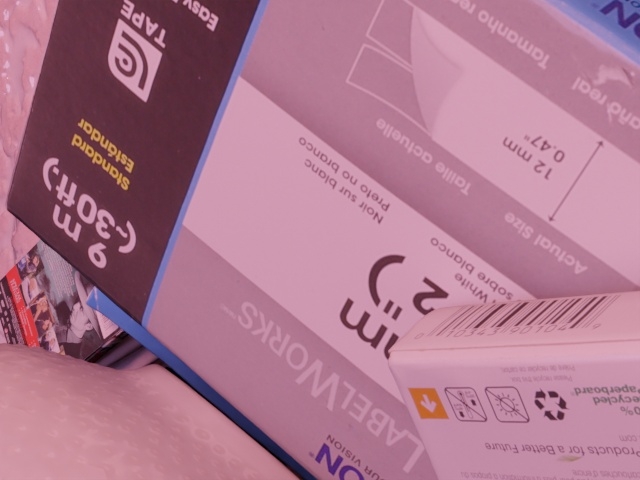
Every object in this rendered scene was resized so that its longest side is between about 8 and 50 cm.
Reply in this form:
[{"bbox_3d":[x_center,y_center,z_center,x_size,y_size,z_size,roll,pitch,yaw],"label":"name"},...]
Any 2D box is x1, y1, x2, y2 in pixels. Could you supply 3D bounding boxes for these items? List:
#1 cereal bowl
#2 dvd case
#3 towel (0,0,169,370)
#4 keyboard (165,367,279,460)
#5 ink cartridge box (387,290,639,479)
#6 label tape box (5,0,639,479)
[{"bbox_3d":[-0.065,0.162,0.569,0.339,0.141,0.339,39,168,10],"label":"cereal bowl"},{"bbox_3d":[-0.160,0.041,0.734,0.119,0.013,0.087,-39,65,40],"label":"dvd case"},{"bbox_3d":[-0.167,-0.052,0.784,0.332,0.053,0.317,-34,67,42],"label":"towel"},{"bbox_3d":[-0.134,0.076,0.813,0.317,0.033,0.201,52,126,34],"label":"keyboard"},{"bbox_3d":[0.140,0.109,0.347,0.206,0.045,0.208,-9,109,44],"label":"ink cartridge box"},{"bbox_3d":[0.000,0.000,0.500,0.249,0.115,0.348,38,128,15],"label":"label tape box"}]
